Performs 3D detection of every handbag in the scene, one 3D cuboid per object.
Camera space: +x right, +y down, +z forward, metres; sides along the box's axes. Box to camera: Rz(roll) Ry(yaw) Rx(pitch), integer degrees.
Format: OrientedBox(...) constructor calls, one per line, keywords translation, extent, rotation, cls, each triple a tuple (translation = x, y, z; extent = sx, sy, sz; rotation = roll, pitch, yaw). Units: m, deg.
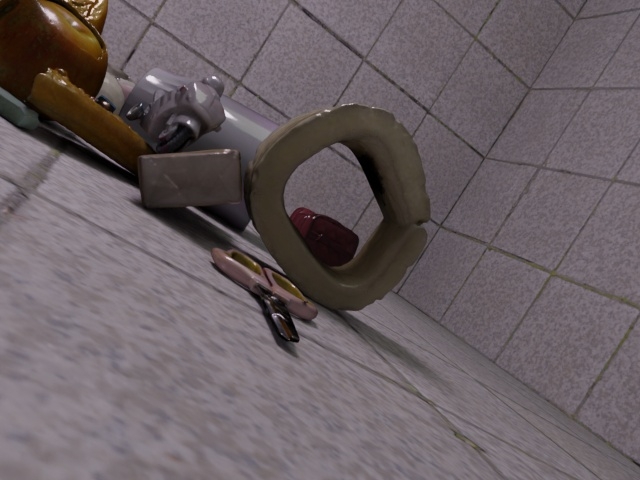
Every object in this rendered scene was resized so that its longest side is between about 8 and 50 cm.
OrientedBox(translation=(0.000, 0.000, 1.748), extent=(0.225, 0.146, 0.135), rotation=(31, -3, -38), cls="handbag")

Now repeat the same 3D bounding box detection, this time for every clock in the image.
OrientedBox(translation=(-0.635, -0.413, 1.547), extent=(0.342, 0.184, 0.326), rotation=(27, 5, 6), cls="clock")

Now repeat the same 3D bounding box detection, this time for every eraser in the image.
OrientedBox(translation=(-0.201, -0.102, 0.962), extent=(0.144, 0.078, 0.343), rotation=(-4, 6, -6), cls="eraser")

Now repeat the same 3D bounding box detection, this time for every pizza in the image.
OrientedBox(translation=(-0.367, -0.191, 0.975), extent=(0.182, 0.074, 0.365), rotation=(42, -2, 24), cls="pizza")

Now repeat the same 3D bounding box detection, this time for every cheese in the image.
OrientedBox(translation=(0.036, -0.056, 0.992), extent=(0.332, 0.292, 0.153), rotation=(63, -6, -17), cls="cheese")

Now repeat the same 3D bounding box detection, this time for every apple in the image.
OrientedBox(translation=(-0.500, -0.338, 1.049), extent=(0.237, 0.207, 0.237), rotation=(33, 2, -1), cls="apple")

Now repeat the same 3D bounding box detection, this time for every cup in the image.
OrientedBox(translation=(-0.251, -0.206, 1.313), extent=(0.372, 0.253, 0.253), rotation=(29, 2, -5), cls="cup")

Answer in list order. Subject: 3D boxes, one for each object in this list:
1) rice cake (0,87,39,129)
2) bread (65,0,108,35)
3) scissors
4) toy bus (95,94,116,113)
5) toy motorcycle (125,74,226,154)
OrientedBox(translation=(-0.474, -0.211, 0.840), extent=(0.180, 0.030, 0.042), rotation=(33, 6, 18), cls="rice cake")
OrientedBox(translation=(-0.579, -0.441, 1.248), extent=(0.294, 0.166, 0.132), rotation=(-25, -30, 38), cls="bread")
OrientedBox(translation=(-0.056, 0.064, 0.674), extent=(0.160, 0.024, 0.317), rotation=(32, 1, -15), cls="scissors")
OrientedBox(translation=(-0.423, -0.233, 1.088), extent=(0.038, 0.083, 0.046), rotation=(44, 6, -22), cls="toy bus")
OrientedBox(translation=(-0.238, -0.227, 1.023), extent=(0.110, 0.171, 0.260), rotation=(51, -3, -30), cls="toy motorcycle")
